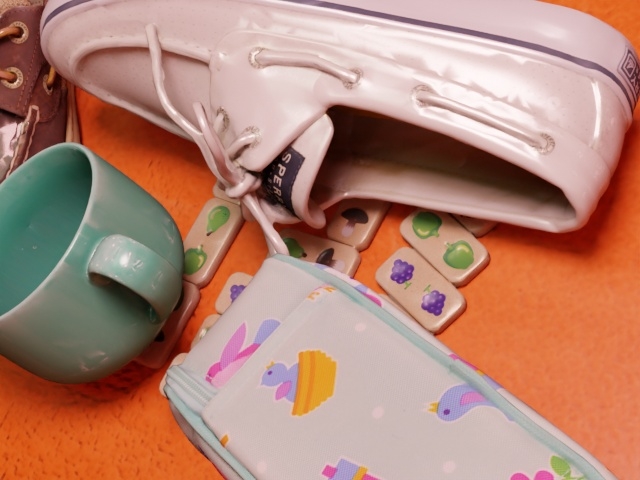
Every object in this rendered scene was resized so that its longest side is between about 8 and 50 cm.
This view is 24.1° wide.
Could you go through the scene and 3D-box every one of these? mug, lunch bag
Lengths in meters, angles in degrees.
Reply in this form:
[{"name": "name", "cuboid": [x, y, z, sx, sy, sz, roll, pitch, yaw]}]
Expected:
[{"name": "mug", "cuboid": [-0.140, 0.027, 0.885, 0.129, 0.097, 0.157, -43, 36, 10]}, {"name": "lunch bag", "cuboid": [0.067, 0.142, 0.679, 0.108, 0.224, 0.279, -46, 49, -9]}]

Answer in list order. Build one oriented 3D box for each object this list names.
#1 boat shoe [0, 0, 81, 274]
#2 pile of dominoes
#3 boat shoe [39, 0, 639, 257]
[{"name": "boat shoe", "cuboid": [-0.225, -0.122, 1.001, 0.123, 0.123, 0.342, 1, 61, 22]}, {"name": "pile of dominoes", "cuboid": [0.000, 0.000, 0.893, 0.196, 0.040, 0.251, 18, 72, 31]}, {"name": "boat shoe", "cuboid": [-0.013, -0.060, 0.861, 0.367, 0.136, 0.156, 11, 63, 16]}]
